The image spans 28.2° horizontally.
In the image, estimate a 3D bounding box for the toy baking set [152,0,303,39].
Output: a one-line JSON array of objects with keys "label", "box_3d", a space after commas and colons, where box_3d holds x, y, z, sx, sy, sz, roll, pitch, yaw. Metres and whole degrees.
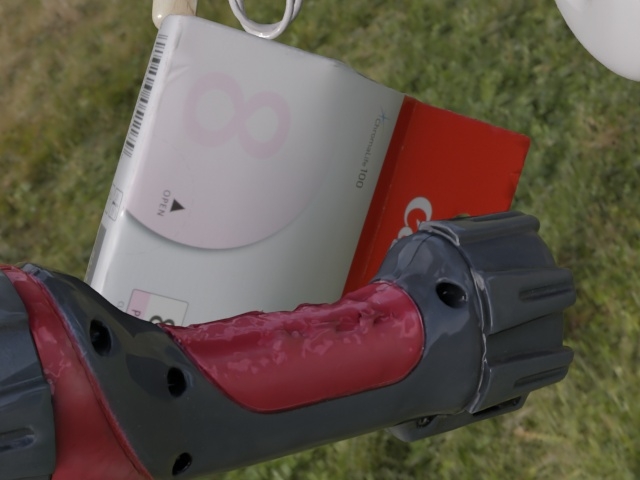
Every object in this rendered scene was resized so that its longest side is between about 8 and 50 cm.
[{"label": "toy baking set", "box_3d": [-0.020, -0.247, 0.853, 0.256, 0.196, 0.030, -21, 5, 9]}]

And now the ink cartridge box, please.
[{"label": "ink cartridge box", "box_3d": [0.000, 0.000, 0.695, 0.066, 0.232, 0.189, -147, 74, -73]}]

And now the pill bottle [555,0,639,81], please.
[{"label": "pill bottle", "box_3d": [0.242, -0.195, 0.510, 0.323, 0.181, 0.181, -19, 34, 3]}]

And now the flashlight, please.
[{"label": "flashlight", "box_3d": [-0.028, 0.040, 0.500, 0.304, 0.103, 0.103, -10, -21, -35]}]
